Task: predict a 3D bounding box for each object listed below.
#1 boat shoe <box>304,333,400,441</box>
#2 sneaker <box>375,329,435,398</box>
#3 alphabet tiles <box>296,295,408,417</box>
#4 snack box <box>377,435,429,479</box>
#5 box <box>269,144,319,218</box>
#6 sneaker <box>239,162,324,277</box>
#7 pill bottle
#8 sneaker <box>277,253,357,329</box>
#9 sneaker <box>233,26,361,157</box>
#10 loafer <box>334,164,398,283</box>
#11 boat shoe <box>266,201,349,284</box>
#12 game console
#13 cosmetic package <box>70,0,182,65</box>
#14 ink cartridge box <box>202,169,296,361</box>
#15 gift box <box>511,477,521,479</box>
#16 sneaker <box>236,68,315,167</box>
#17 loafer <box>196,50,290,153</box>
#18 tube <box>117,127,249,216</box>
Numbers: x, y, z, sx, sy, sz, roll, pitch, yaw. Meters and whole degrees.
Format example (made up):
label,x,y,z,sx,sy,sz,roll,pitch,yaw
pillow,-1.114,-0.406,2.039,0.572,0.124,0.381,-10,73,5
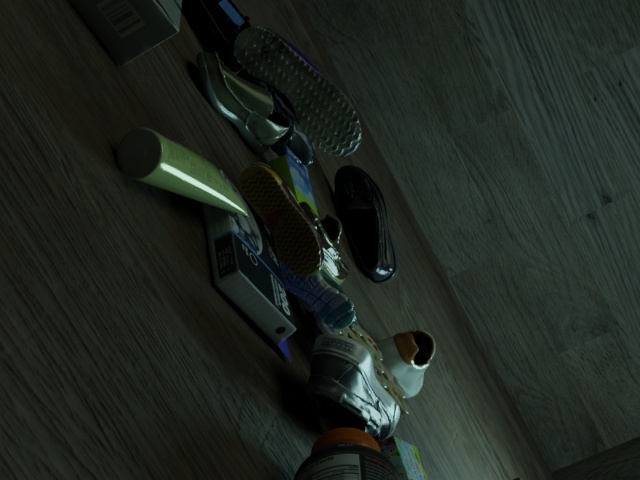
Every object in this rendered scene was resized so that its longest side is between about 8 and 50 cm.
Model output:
label,x,y,z,sx,sy,sz,roll,pitch,yaw
boat shoe,0.040,0.241,1.344,0.301,0.108,0.102,71,35,-58
sneaker,0.186,0.243,1.888,0.105,0.123,0.290,66,11,19
alphabet tiles,0.046,0.163,1.551,0.284,0.021,0.278,50,8,-9
snack box,0.147,0.392,1.607,0.141,0.037,0.100,41,24,-60
box,-0.043,-0.074,1.732,0.109,0.043,0.178,44,28,-58
sneaker,-0.048,-0.034,1.393,0.185,0.070,0.084,61,13,-4
pill bottle,0.032,0.316,1.055,0.130,0.131,0.245,59,14,-23
sneaker,-0.004,0.073,1.435,0.166,0.065,0.076,50,7,20
sneaker,-0.027,-0.283,1.755,0.293,0.102,0.146,48,13,-4
loafer,0.099,-0.048,2.174,0.095,0.109,0.302,29,40,-63
boat shoe,0.005,0.005,1.620,0.095,0.095,0.257,46,3,26
game console,-0.198,-0.446,1.860,0.213,0.044,0.361,58,12,-15
cosmetic package,-0.259,-0.354,1.287,0.127,0.107,0.238,52,20,-34
ink cartridge box,-0.090,0.036,1.328,0.208,0.045,0.206,53,15,-44
gift box,0.277,0.524,1.379,0.258,0.255,0.276,57,18,-23
sneaker,-0.099,-0.220,1.786,0.223,0.083,0.098,53,27,-5
loafer,-0.131,-0.250,1.642,0.251,0.087,0.094,47,20,-54
tube,-0.164,-0.081,1.186,0.240,0.062,0.070,19,73,-68
